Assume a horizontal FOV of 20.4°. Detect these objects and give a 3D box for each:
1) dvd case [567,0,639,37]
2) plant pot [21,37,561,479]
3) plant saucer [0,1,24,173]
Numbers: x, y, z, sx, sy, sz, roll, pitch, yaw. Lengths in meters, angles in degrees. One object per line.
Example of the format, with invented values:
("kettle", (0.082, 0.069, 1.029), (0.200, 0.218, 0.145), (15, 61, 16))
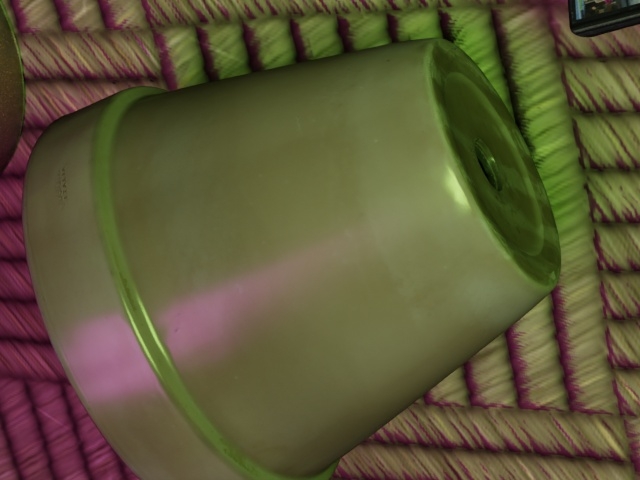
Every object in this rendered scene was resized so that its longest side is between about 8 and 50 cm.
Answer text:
("dvd case", (0.245, -0.231, 1.027), (0.253, 0.022, 0.180), (-11, 78, 42))
("plant pot", (0.000, 0.000, 1.235), (0.280, 0.323, 0.323), (-26, 103, 22))
("plant saucer", (-0.393, -0.158, 1.508), (0.310, 0.050, 0.311), (15, 125, 23))
